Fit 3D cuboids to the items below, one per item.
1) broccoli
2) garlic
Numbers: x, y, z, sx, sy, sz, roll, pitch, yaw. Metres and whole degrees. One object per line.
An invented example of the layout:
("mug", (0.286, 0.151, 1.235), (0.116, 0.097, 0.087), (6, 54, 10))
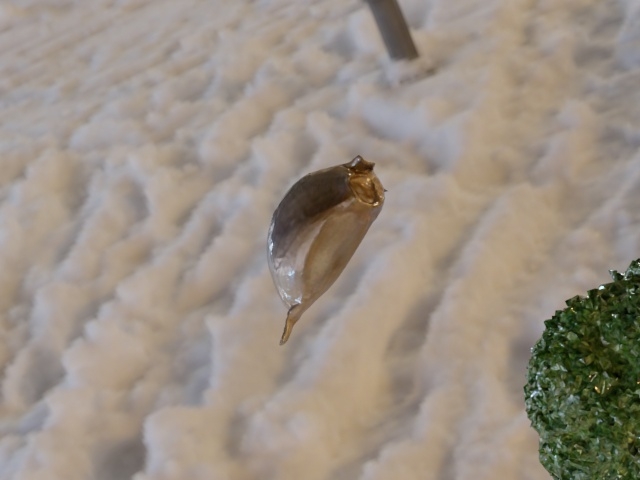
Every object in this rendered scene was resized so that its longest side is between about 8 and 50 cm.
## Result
("broccoli", (0.353, 0.131, 1.075), (0.310, 0.413, 0.321), (-90, 26, -51))
("garlic", (-0.006, -0.005, 1.094), (0.152, 0.066, 0.084), (-53, 12, 17))
